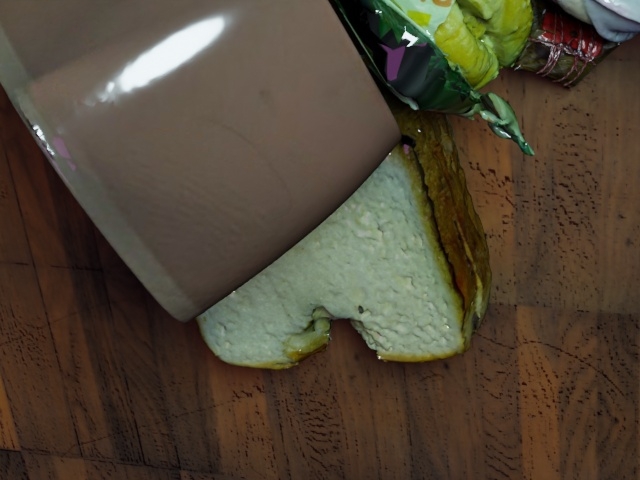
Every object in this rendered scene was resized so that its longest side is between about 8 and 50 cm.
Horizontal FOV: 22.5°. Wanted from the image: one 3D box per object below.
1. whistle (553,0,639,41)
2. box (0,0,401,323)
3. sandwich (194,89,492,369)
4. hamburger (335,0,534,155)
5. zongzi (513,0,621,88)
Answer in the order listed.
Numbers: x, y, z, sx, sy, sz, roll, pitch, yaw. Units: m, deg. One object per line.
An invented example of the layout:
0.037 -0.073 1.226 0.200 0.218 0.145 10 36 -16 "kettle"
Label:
0.160 -0.250 1.121 0.346 0.134 0.142 36 170 3 "whistle"
-0.089 -0.118 1.158 0.216 0.301 0.301 -30 115 1 "box"
0.000 -0.001 1.370 0.273 0.095 0.249 -5 123 23 "sandwich"
0.082 -0.163 1.139 0.235 0.214 0.125 45 99 15 "hamburger"
0.171 -0.143 1.221 0.083 0.073 0.067 39 146 -10 "zongzi"
